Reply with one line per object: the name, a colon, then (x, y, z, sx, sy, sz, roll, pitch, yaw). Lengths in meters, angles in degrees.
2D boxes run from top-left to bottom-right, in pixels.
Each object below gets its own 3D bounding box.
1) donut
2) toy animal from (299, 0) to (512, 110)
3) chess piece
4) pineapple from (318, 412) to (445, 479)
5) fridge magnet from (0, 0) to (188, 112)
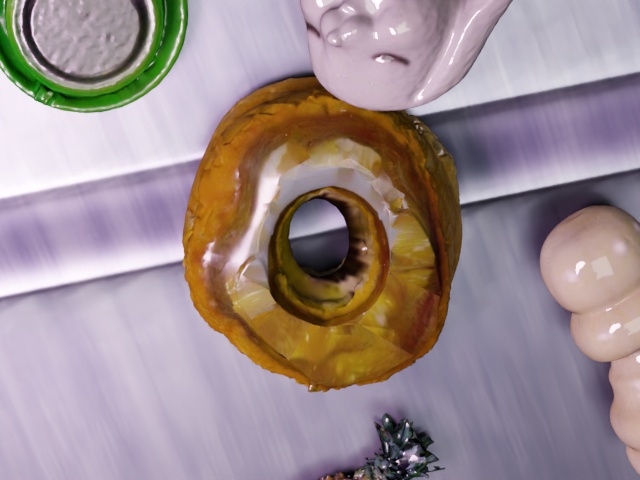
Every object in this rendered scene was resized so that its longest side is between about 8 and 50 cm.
donut: (0.000, 0.000, 1.854, 0.330, 0.160, 0.330, 0, 107, 1)
toy animal: (0.086, -0.255, 1.744, 0.272, 0.206, 0.265, 23, 104, 25)
chess piece: (0.347, 0.100, 1.947, 0.167, 0.167, 0.299, -33, 102, 4)
pineapple: (0.031, 0.285, 1.990, 0.221, 0.083, 0.103, -39, 109, 3)
fridge magnet: (-0.237, -0.228, 1.785, 0.208, 0.088, 0.208, -2, 108, -6)
